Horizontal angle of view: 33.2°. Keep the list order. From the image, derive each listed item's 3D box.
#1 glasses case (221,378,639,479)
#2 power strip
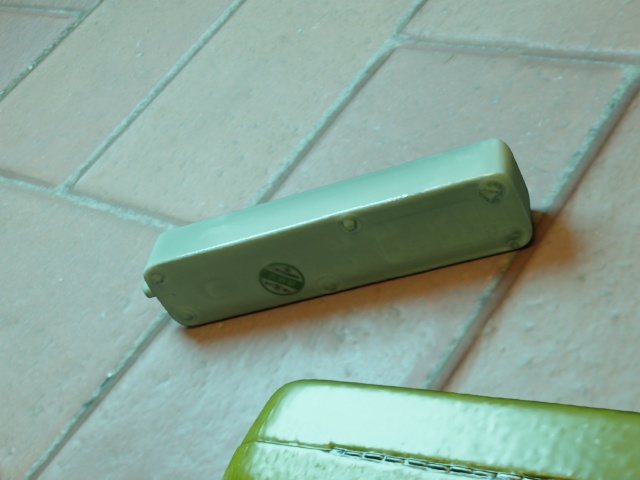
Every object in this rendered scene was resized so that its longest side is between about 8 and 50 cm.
[{"bbox_3d":[0.106,0.192,0.642,0.371,0.173,0.141,1,47,38],"label":"glasses case"},{"bbox_3d":[0.000,0.000,0.991,0.385,0.091,0.062,-14,39,21],"label":"power strip"}]
